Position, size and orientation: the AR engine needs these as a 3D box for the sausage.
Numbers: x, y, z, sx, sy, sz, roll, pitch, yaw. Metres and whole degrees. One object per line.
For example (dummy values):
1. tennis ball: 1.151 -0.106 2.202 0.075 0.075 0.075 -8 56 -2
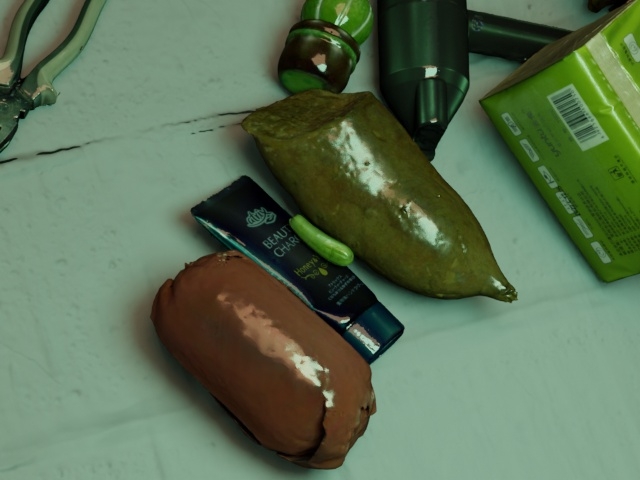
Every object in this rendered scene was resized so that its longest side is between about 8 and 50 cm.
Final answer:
1. sausage: -0.059 0.129 1.694 0.280 0.152 0.152 43 65 7

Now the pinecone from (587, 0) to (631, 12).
1. pinecone: 0.414 -0.365 1.998 0.186 0.168 0.212 -37 77 -7

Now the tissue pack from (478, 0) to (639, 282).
1. tissue pack: 0.357 -0.116 1.821 0.167 0.200 0.274 -40 98 -30

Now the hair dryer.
1. hair dryer: 0.216 -0.216 1.936 0.303 0.116 0.244 6 69 -18

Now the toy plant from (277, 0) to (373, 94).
1. toy plant: 0.011 -0.253 1.902 0.093 0.093 0.162 25 64 -2

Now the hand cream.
1. hand cream: -0.024 0.035 1.787 0.270 0.061 0.120 42 40 10

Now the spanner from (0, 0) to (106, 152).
1. spanner: -0.340 -0.211 1.831 0.096 0.040 0.324 25 63 -1

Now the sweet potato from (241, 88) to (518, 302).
1. sweet potato: 0.074 -0.042 1.804 0.158 0.158 0.369 -41 89 -24

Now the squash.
1. squash: -0.001 0.001 1.777 0.089 0.027 0.027 33 64 14
